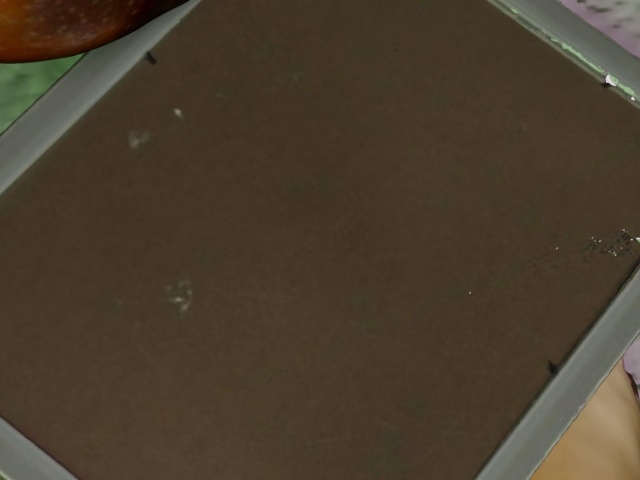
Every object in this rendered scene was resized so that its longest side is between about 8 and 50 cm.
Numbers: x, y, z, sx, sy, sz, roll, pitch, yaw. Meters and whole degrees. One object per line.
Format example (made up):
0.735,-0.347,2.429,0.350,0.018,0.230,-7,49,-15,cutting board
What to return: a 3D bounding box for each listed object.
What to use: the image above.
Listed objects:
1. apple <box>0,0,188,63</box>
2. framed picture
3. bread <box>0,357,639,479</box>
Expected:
-0.114,-0.176,0.633,0.230,0.230,0.230,4,113,10,apple
0.000,0.000,0.662,0.232,0.296,0.019,38,153,10,framed picture
-0.023,0.133,0.737,0.315,0.270,0.211,19,129,-4,bread
